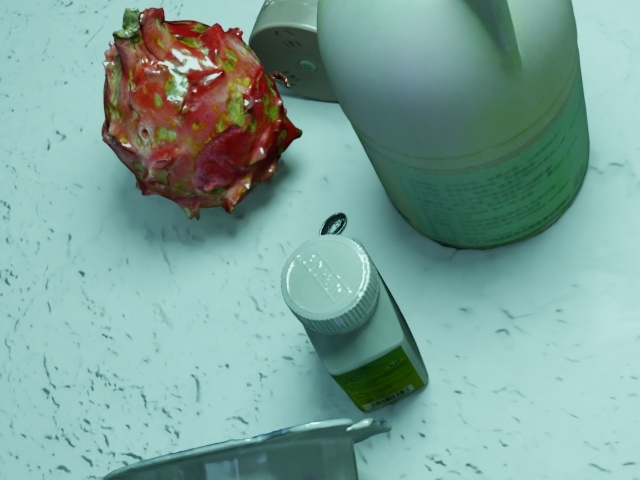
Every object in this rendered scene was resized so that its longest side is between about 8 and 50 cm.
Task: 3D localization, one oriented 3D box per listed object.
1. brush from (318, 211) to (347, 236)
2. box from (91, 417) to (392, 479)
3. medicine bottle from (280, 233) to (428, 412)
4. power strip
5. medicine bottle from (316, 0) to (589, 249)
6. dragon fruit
[{"bbox_3d":[0.000,0.000,1.175,0.024,0.008,0.083,37,80,27],"label":"brush"},{"bbox_3d":[-0.037,0.278,0.907,0.291,0.262,0.207,-30,67,52],"label":"box"},{"bbox_3d":[0.031,0.074,1.020,0.088,0.188,0.132,-26,58,5],"label":"medicine bottle"},{"bbox_3d":[-0.005,-0.234,1.212,0.154,0.154,0.078,10,67,23],"label":"power strip"},{"bbox_3d":[0.125,-0.179,0.991,0.235,0.406,0.236,-8,62,16],"label":"medicine bottle"},{"bbox_3d":[-0.151,-0.151,1.158,0.205,0.268,0.210,-46,45,-10],"label":"dragon fruit"}]
